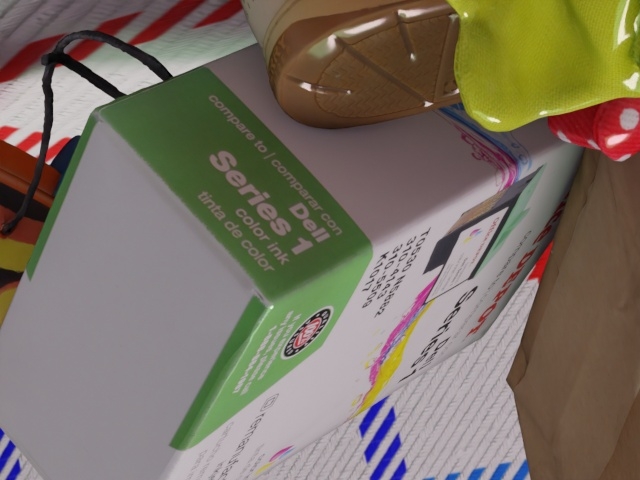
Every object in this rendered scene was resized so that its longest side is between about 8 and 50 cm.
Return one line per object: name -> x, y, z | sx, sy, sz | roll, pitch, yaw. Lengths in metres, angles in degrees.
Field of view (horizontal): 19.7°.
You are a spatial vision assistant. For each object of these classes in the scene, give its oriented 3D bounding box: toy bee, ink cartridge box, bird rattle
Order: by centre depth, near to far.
bird rattle -> 0.155, -0.097, 0.631 | 0.207, 0.143, 0.253 | -59, 156, 15
ink cartridge box -> 0.000, 0.000, 0.865 | 0.278, 0.117, 0.201 | -28, 157, -42
toy bee -> -0.184, -0.004, 0.905 | 0.195, 0.162, 0.298 | 24, 165, 1

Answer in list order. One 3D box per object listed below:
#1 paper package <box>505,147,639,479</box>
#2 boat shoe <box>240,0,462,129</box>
paper package -> 0.280, 0.041, 0.892 | 0.325, 0.168, 0.309 | -9, 151, -9
boat shoe -> 0.102, -0.126, 0.781 | 0.285, 0.089, 0.104 | -12, 149, -21
